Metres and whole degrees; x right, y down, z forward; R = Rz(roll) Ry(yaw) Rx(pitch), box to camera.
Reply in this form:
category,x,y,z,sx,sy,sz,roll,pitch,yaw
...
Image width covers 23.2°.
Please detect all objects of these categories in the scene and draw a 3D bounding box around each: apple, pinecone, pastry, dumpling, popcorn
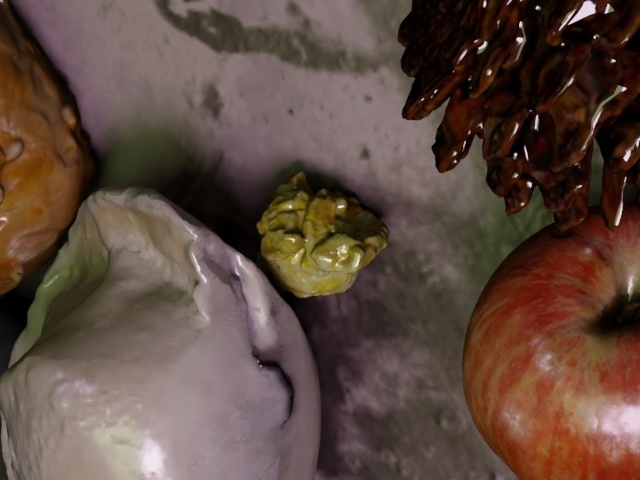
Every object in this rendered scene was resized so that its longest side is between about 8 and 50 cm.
category,x,y,z,sx,sy,sz,roll,pitch,yaw
apple,0.139,0.059,0.731,0.146,0.146,0.131,19,145,22
pinecone,0.123,-0.078,0.668,0.165,0.163,0.163,28,129,-14
pastry,-0.285,-0.085,0.900,0.311,0.162,0.255,47,130,4
dumpling,-0.114,0.107,0.858,0.227,0.243,0.175,13,164,41
popcorn,0.002,0.000,0.832,0.083,0.059,0.068,5,140,47

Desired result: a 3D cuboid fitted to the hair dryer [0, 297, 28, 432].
category,x,y,z,sx,sy,sz,roll,pitch,yaw
hair dryer,-0.195,0.144,1.028,0.124,0.071,0.219,30,134,16
